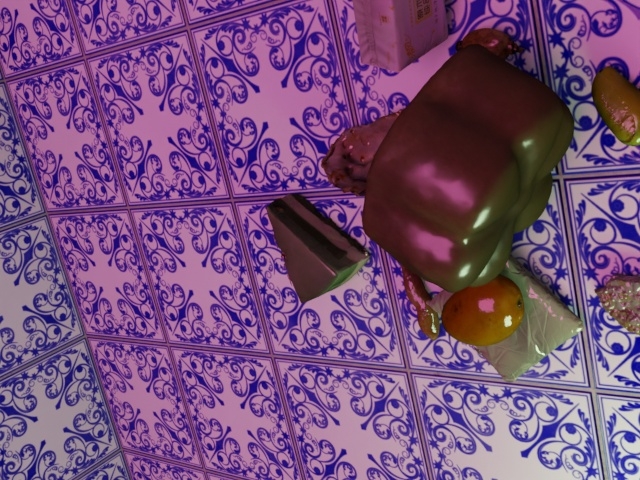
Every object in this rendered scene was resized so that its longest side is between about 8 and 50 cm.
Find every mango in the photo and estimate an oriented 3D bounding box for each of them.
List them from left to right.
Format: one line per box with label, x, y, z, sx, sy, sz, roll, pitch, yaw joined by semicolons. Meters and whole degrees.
mango;0.356;0.160;1.725;0.151;0.120;0.221;42;140;10
mango;0.580;-0.257;1.496;0.091;0.074;0.165;-35;73;49

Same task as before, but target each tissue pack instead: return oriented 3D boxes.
tissue pack;0.166;-0.492;1.612;0.124;0.185;0.225;24;139;39

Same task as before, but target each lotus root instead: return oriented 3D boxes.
lotus root;0.351;-0.404;1.622;0.151;0.063;0.072;17;134;35

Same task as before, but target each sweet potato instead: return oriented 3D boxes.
sweet potato;0.252;0.151;1.958;0.065;0.051;0.219;-16;99;45

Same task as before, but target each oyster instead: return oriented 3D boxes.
oyster;0.115;-0.173;1.851;0.096;0.221;0.361;36;151;-29

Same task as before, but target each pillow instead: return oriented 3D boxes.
pillow;0.422;0.165;1.812;0.281;0.076;0.274;45;134;8

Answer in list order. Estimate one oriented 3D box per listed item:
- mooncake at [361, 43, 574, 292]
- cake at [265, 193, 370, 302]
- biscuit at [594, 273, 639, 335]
mooncake;0.295;-0.131;1.528;0.262;0.467;0.467;34;127;24
cake;-0.004;-0.005;2.038;0.172;0.158;0.284;-22;91;42
biscuit;0.704;0.145;1.592;0.289;0.038;0.141;5;113;40
